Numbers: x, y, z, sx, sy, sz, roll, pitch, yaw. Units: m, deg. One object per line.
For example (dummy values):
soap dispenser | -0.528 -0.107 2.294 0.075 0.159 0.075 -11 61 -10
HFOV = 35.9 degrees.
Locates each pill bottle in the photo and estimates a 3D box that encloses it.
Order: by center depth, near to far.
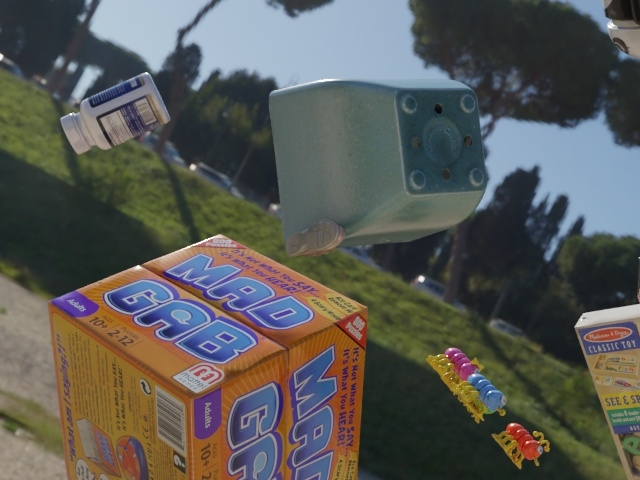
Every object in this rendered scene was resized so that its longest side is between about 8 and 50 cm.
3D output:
pill bottle | -0.353 -0.213 1.693 0.094 0.169 0.094 156 -90 -87

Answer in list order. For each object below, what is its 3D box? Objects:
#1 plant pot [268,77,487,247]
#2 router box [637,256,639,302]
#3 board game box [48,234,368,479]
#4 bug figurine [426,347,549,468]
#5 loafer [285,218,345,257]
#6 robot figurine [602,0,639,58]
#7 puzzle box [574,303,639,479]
plant pot | 0.101 -0.124 1.433 0.247 0.248 0.252 -5 -3 -31
router box | 0.527 0.045 1.449 0.038 0.122 0.092 -120 -168 -46
board game box | -0.178 0.254 1.600 0.356 0.356 0.356 25 35 37
bug figurine | 0.302 0.291 1.782 0.216 0.072 0.279 46 -4 48
loafer | 0.000 0.000 1.362 0.039 0.045 0.125 17 -20 -32
robot figurine | 0.513 -0.419 1.520 0.173 0.209 0.278 30 -42 62
puzzle box | 0.590 0.199 1.372 0.409 0.052 0.272 -14 -77 35
